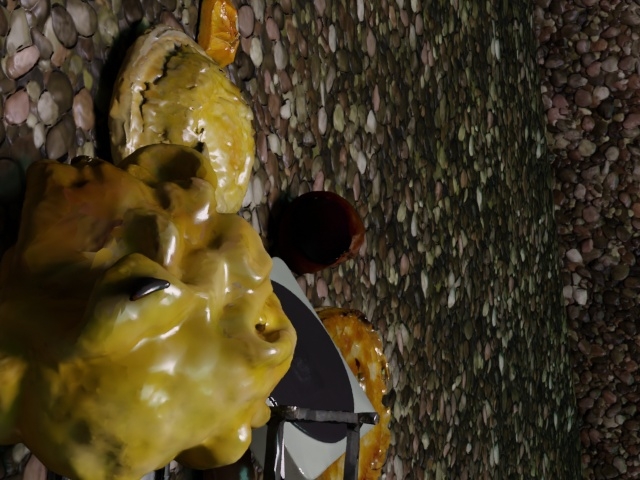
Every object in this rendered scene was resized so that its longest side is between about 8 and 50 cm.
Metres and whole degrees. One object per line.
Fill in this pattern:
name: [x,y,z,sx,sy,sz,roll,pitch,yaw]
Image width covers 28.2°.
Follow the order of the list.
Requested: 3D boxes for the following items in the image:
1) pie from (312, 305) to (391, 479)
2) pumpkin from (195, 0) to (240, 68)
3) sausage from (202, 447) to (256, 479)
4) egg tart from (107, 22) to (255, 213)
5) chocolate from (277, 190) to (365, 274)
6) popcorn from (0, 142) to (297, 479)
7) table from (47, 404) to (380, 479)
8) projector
pie: [0.014,0.232,1.838,0.315,0.092,0.315,-6,90,-65]
pumpkin: [-0.123,-0.263,1.585,0.073,0.035,0.101,20,73,-63]
sausage: [-0.099,0.357,1.584,0.078,0.078,0.304,-36,121,-62]
egg tart: [-0.141,-0.102,1.451,0.291,0.107,0.290,-1,90,-66]
chocolate: [0.000,0.000,1.772,0.133,0.124,0.127,119,-20,-69]
popcorn: [-0.177,0.070,1.119,0.297,0.281,0.315,-26,85,-25]
table: [-0.112,0.334,1.303,0.222,0.272,0.334,21,71,-65]
projector: [-0.056,0.161,1.581,0.259,0.079,0.257,59,23,3]
